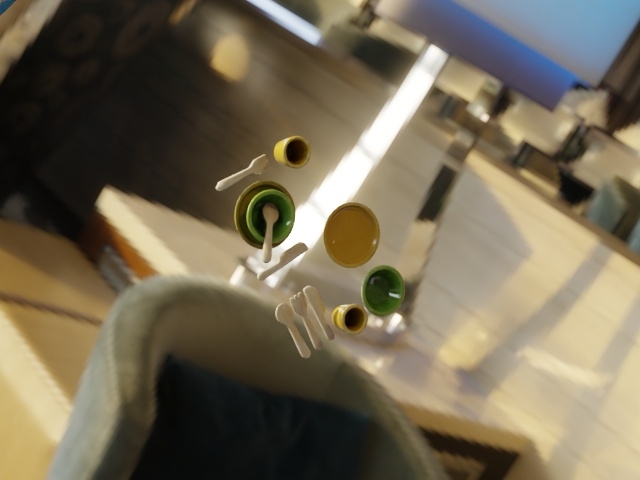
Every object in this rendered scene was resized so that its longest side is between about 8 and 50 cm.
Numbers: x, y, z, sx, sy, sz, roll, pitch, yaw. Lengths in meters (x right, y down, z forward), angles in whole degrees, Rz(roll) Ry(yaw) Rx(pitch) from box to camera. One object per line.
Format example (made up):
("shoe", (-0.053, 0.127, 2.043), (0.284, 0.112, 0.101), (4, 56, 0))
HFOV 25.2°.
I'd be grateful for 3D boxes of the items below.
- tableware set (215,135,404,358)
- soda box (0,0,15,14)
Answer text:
("tableware set", (0.000, 0.000, 1.010), (0.024, 0.104, 0.154), (6, -55, 60))
("soda box", (-0.168, -0.175, 0.531), (0.071, 0.067, 0.210), (6, 63, -44))
